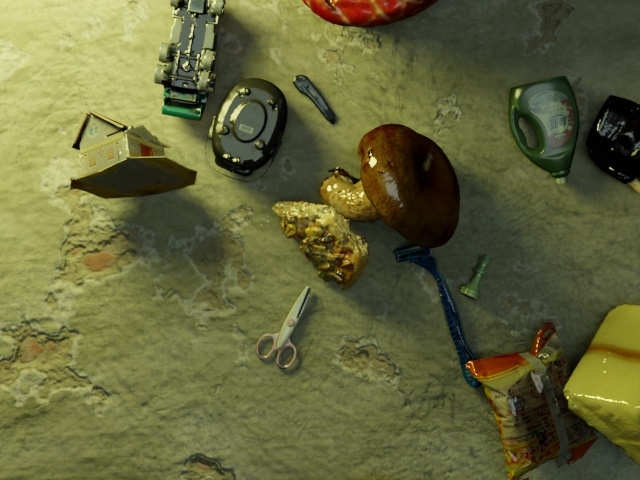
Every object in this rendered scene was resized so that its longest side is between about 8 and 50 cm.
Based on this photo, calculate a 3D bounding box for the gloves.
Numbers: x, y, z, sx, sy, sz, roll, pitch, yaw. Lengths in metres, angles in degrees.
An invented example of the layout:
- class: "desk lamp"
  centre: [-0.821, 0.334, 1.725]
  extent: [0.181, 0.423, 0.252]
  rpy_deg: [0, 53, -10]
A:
- class: "gloves"
  centre: [0.634, -0.183, 1.883]
  extent: [0.204, 0.124, 0.164]
  rpy_deg: [24, 110, 3]

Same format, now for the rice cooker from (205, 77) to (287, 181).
- class: "rice cooker"
  centre: [-0.140, -0.217, 1.828]
  extent: [0.142, 0.118, 0.202]
  rpy_deg: [19, 88, -4]

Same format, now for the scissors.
- class: "scissors"
  centre: [-0.061, 0.170, 1.901]
  extent: [0.085, 0.022, 0.176]
  rpy_deg: [27, 95, -1]

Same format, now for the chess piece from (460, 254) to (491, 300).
- class: "chess piece"
  centre: [0.319, 0.072, 1.911]
  extent: [0.042, 0.042, 0.093]
  rpy_deg: [27, 85, -4]

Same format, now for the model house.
- class: "model house"
  centre: [-0.354, -0.173, 1.799]
  extent: [0.208, 0.219, 0.135]
  rpy_deg: [-18, 75, 24]

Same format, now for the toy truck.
- class: "toy truck"
  centre: [-0.247, -0.359, 1.813]
  extent: [0.114, 0.124, 0.253]
  rpy_deg: [9, 91, -4]

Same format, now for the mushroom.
- class: "mushroom"
  centre: [0.156, -0.091, 1.807]
  extent: [0.267, 0.254, 0.267]
  rpy_deg: [12, 58, -19]

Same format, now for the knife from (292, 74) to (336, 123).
- class: "knife"
  centre: [-0.010, -0.281, 1.882]
  extent: [0.031, 0.018, 0.121]
  rpy_deg: [-40, 95, -8]

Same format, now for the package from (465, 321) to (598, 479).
- class: "package"
  centre: [0.427, 0.334, 1.885]
  extent: [0.223, 0.108, 0.288]
  rpy_deg: [-23, 91, -15]

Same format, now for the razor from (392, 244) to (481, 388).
- class: "razor"
  centre: [0.258, 0.147, 1.906]
  extent: [0.056, 0.093, 0.324]
  rpy_deg: [-32, 100, -37]

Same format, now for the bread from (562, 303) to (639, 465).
- class: "bread"
  centre: [0.636, 0.292, 1.882]
  extent: [0.263, 0.198, 0.236]
  rpy_deg: [-52, 127, -22]

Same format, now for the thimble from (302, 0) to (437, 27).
- class: "thimble"
  centre: [0.099, -0.562, 1.733]
  extent: [0.351, 0.230, 0.349]
  rpy_deg: [2, 104, 10]

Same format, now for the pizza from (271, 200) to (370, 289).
- class: "pizza"
  centre: [0.000, 0.000, 1.841]
  extent: [0.226, 0.147, 0.069]
  rpy_deg: [49, 51, -7]

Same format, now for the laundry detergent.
- class: "laundry detergent"
  centre: [0.452, -0.214, 1.892]
  extent: [0.137, 0.063, 0.210]
  rpy_deg: [-12, 96, -1]
